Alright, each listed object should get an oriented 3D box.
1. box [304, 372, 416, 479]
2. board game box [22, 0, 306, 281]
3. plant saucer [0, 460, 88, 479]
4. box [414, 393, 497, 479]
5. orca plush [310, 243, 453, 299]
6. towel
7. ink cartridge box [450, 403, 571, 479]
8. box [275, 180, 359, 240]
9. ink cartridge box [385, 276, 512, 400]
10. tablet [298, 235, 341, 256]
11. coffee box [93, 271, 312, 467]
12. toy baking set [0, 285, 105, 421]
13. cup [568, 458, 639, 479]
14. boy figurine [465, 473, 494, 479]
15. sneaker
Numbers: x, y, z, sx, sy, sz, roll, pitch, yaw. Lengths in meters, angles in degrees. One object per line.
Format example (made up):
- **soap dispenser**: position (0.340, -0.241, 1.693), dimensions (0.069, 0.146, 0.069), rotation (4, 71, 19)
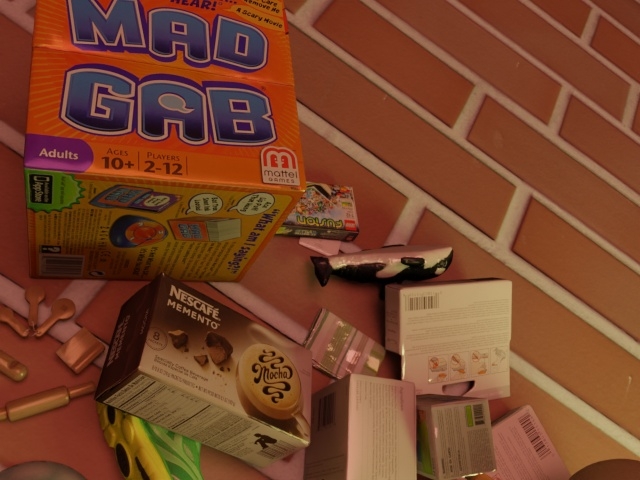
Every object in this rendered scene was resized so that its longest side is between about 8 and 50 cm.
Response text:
- **box**: position (0.061, 0.326, 0.993), dimensions (0.119, 0.181, 0.182), rotation (13, 61, -18)
- **board game box**: position (-0.264, -0.162, 0.986), dimensions (0.356, 0.356, 0.357), rotation (3, 64, -23)
- **plant saucer**: position (-0.395, 0.400, 0.841), dimensions (0.194, 0.037, 0.195), rotation (11, 61, -20)
- **box**: position (0.187, 0.319, 1.024), dimensions (0.103, 0.203, 0.114), rotation (-2, 80, -18)
- **orca plush**: position (0.126, 0.073, 1.200), dimensions (0.287, 0.151, 0.102), rotation (-8, 100, -30)
- **towel**: position (0.045, 0.205, 1.141), dimensions (0.152, 0.023, 0.113), rotation (33, 58, -6)
- **ink cartridge box**: position (0.357, 0.489, 1.113), dimensions (0.261, 0.066, 0.296), rotation (-20, 74, -30)
- **box**: position (-0.028, -0.063, 1.229), dimensions (0.206, 0.036, 0.114), rotation (5, 59, -22)
- **ink cartridge box**: position (0.255, 0.200, 1.208), dimensions (0.275, 0.060, 0.239), rotation (-2, 94, -27)
- **tablet**: position (0.000, 0.000, 1.234), dimensions (0.083, 0.006, 0.054), rotation (24, 58, -12)
- **coffee box**: position (-0.159, 0.199, 0.924), dimensions (0.297, 0.119, 0.168), rotation (34, 37, -28)
- **toy baking set**: position (-0.465, 0.176, 0.929), dimensions (0.256, 0.030, 0.197), rotation (-18, 71, -30)
- **cup**: position (0.503, 0.497, 0.979), dimensions (0.331, 0.331, 0.237), rotation (25, 31, -11)
- **boy figurine**: position (0.233, 0.439, 0.959), dimensions (0.092, 0.285, 0.177), rotation (59, 44, -37)
- **sneaker**: position (-0.253, 0.282, 0.940), dimensions (0.123, 0.109, 0.296), rotation (6, 55, -53)
